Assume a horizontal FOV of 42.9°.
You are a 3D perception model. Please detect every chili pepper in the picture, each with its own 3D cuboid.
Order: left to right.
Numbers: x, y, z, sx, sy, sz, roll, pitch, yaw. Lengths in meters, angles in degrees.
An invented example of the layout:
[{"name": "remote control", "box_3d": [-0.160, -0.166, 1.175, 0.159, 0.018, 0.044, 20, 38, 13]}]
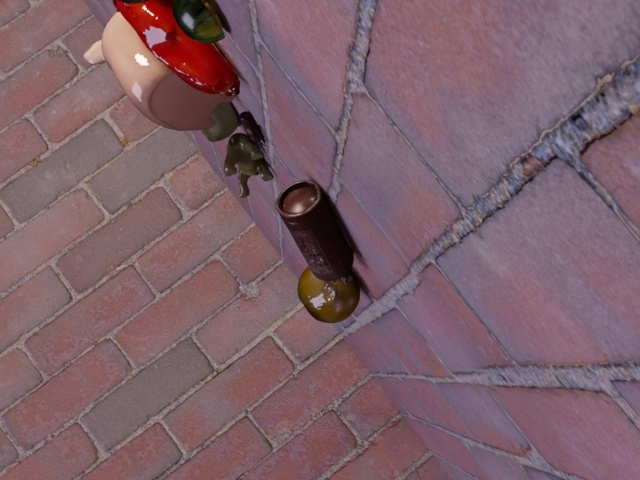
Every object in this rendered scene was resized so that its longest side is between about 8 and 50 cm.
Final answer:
[{"name": "chili pepper", "box_3d": [-0.285, -0.398, 1.498, 0.387, 0.110, 0.110, 49, 173, 10]}]

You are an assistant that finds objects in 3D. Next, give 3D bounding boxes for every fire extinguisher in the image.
[{"name": "fire extinguisher", "box_3d": [-0.132, -0.224, 1.692, 0.046, 0.032, 0.100, 7, 147, 29]}, {"name": "fire extinguisher", "box_3d": [0.000, 0.000, 1.616, 0.105, 0.105, 0.269, 46, 170, 43]}]

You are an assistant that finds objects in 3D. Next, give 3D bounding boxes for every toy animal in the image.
[{"name": "toy animal", "box_3d": [-0.322, -0.363, 1.655, 0.213, 0.195, 0.256, 0, -135, -47]}, {"name": "toy animal", "box_3d": [-0.174, -0.186, 1.938, 0.218, 0.103, 0.101, 63, -173, -65]}]

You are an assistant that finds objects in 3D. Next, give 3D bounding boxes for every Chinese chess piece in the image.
[{"name": "Chinese chess piece", "box_3d": [-0.262, -0.316, 1.857, 0.188, 0.083, 0.188, 53, 171, 13]}]

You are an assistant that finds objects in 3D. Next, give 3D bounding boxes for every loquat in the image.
[{"name": "loquat", "box_3d": [0.020, 0.118, 1.902, 0.152, 0.152, 0.195, 53, -179, -1]}]

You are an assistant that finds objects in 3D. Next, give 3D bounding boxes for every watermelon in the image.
[{"name": "watermelon", "box_3d": [-0.199, -0.356, 1.294, 0.105, 0.062, 0.105, 55, 177, 4]}]

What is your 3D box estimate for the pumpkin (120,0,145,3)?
[{"name": "pumpkin", "box_3d": [-0.280, -0.424, 1.090, 0.223, 0.157, 0.223, 59, -174, -10]}]
